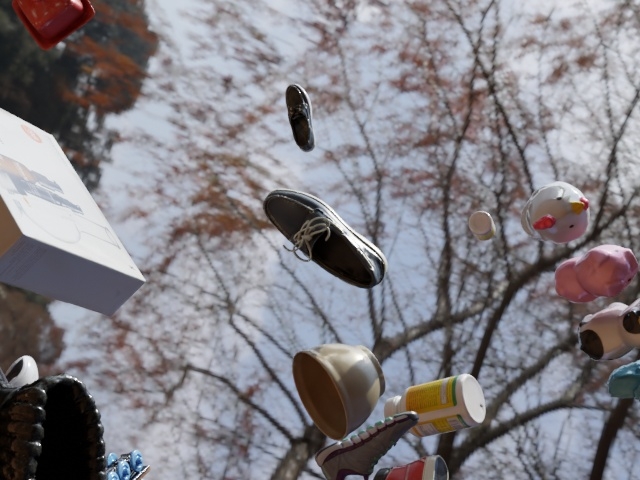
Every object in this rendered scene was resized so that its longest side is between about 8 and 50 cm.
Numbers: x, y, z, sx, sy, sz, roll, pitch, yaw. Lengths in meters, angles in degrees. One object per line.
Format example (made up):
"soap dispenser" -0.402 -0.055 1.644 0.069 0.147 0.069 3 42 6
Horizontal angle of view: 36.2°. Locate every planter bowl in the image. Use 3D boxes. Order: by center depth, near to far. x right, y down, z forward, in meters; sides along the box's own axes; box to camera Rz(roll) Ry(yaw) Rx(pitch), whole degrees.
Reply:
"planter bowl" 0.041 0.241 1.656 0.162 0.109 0.162 43 -35 40

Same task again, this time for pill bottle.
"pill bottle" 0.300 -0.024 1.810 0.083 0.043 0.043 41 64 -69
"pill bottle" 0.252 0.375 2.192 0.208 0.117 0.118 -20 -129 30

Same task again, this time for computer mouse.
"computer mouse" -0.568 0.294 1.775 0.042 0.106 0.193 11 -126 29

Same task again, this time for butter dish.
"butter dish" -0.638 -0.555 2.281 0.160 0.160 0.118 -35 171 2

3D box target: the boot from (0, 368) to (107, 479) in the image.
"boot" -0.382 0.175 1.127 0.260 0.131 0.348 -22 -87 49

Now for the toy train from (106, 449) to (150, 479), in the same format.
"toy train" -0.379 0.462 1.817 0.184 0.080 0.105 -37 115 -71

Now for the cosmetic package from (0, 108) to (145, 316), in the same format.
"cosmetic package" -0.469 -0.069 1.534 0.097 0.284 0.377 -43 -119 7

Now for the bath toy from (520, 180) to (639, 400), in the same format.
"bath toy" 0.420 0.070 1.470 0.151 0.348 0.129 -30 177 23

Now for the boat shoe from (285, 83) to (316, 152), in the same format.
"boat shoe" -0.040 -0.244 1.926 0.049 0.040 0.142 -17 -99 15

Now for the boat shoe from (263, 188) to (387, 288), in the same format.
"boat shoe" 0.000 0.000 1.711 0.095 0.254 0.079 -52 175 21

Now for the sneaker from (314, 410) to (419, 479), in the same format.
"sneaker" 0.106 0.421 1.946 0.098 0.223 0.083 65 2 15

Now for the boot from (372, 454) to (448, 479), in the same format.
"boot" 0.163 0.563 2.020 0.176 0.088 0.244 -19 -148 28
